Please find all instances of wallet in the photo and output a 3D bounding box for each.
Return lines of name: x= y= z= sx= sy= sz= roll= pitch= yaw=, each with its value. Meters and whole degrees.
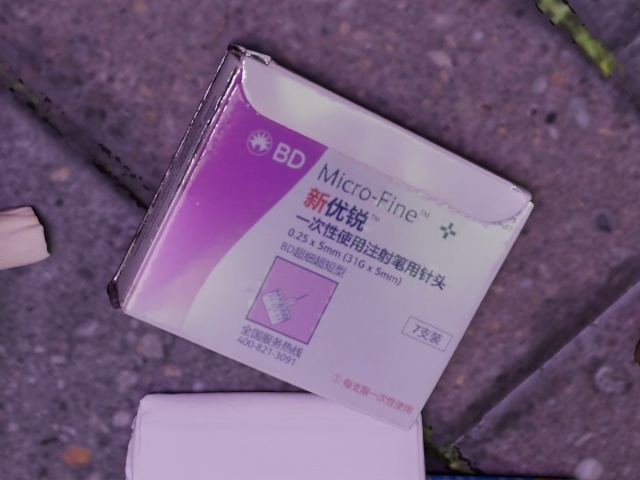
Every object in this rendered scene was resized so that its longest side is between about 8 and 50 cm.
wallet: x=-0.029 y=0.140 z=0.941 sx=0.190 sy=0.095 sz=0.033 roll=0 pitch=154 yaw=-7

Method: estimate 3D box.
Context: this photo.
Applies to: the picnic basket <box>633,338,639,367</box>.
picnic basket: x=0.272 y=0.095 z=0.918 sx=0.178 sy=0.128 sz=0.138 roll=9 pitch=112 yaw=-28

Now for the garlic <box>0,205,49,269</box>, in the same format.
garlic: x=-0.254 y=0.016 z=0.838 sx=0.212 sy=0.218 sz=0.218 roll=-19 pitch=123 yaw=-42

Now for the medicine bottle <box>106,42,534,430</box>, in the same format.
medicine bottle: x=0.000 y=0.000 z=0.888 sx=0.201 sy=0.052 sz=0.171 roll=25 pitch=102 yaw=-16

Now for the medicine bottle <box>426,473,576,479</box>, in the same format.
medicine bottle: x=0.076 y=0.177 z=0.983 sx=0.191 sy=0.051 sz=0.051 roll=4 pitch=114 yaw=-6
